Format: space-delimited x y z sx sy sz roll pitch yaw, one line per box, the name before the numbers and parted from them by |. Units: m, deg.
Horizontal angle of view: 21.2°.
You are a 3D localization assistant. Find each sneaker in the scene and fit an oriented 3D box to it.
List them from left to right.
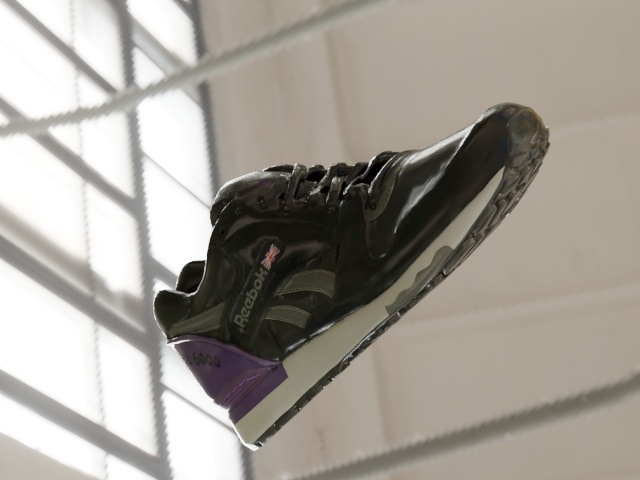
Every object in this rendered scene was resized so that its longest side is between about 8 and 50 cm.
sneaker | 0.000 0.000 0.943 0.124 0.107 0.283 47 -54 2
